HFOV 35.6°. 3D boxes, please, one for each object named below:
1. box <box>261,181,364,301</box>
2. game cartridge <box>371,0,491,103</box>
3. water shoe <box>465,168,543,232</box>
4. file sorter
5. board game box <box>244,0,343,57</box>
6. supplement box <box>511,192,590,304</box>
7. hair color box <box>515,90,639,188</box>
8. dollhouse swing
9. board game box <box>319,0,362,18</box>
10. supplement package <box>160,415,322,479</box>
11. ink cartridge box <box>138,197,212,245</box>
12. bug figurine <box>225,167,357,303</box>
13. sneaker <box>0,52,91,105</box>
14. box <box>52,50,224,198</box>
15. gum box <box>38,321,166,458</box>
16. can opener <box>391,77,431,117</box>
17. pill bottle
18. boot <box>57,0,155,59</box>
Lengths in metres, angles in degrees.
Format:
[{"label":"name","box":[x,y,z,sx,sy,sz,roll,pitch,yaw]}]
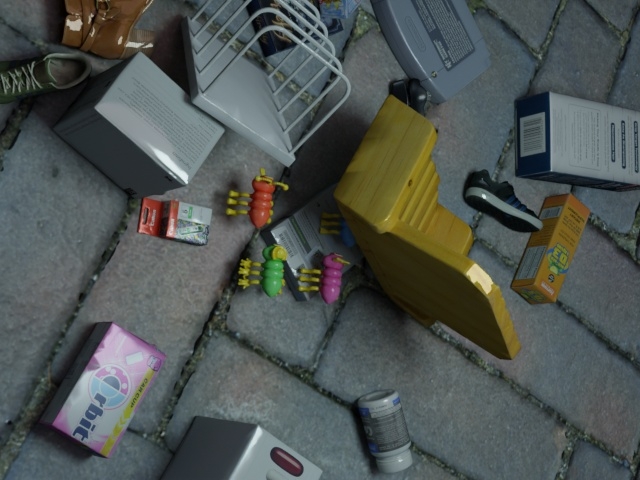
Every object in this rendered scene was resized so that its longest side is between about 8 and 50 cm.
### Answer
[{"label":"box","box":[0.000,0.000,1.785,0.186,0.038,0.145,-36,106,-31]},{"label":"game cartridge","box":[0.211,-0.432,1.966,0.198,0.062,0.297,-38,107,-27]},{"label":"water shoe","box":[0.387,-0.081,2.043,0.203,0.073,0.080,26,69,-31]},{"label":"file sorter","box":[-0.086,-0.294,1.581,0.193,0.173,0.277,33,24,-31]},{"label":"board game box","box":[-0.068,-0.467,1.778,0.165,0.042,0.243,-26,101,-34]},{"label":"supplement box","box":[0.487,0.018,2.100,0.078,0.080,0.233,36,69,-25]},{"label":"hair color box","box":[0.582,-0.208,2.170,0.347,0.105,0.174,5,83,-34]},{"label":"dollhouse swing","box":[0.234,-0.017,1.709,0.315,0.305,0.347,-61,147,-23]},{"label":"board game box","box":[0.046,-0.502,1.771,0.194,0.060,0.194,-64,146,-22]},{"label":"supplement package","box":[-0.158,0.423,1.533,0.145,0.204,0.262,40,65,-25]},{"label":"ink cartridge box","box":[-0.236,-0.032,1.627,0.115,0.029,0.063,13,79,-34]},{"label":"bug figurine","box":[-0.027,-0.002,1.700,0.279,0.072,0.216,11,79,-34]},{"label":"sneaker","box":[-0.428,-0.246,1.479,0.192,0.086,0.064,-17,96,-35]},{"label":"box","box":[-0.278,-0.169,1.518,0.182,0.181,0.119,42,64,-24]},{"label":"gum box","box":[-0.328,0.222,1.519,0.107,0.062,0.188,39,65,-26]},{"label":"can opener","box":[0.190,-0.225,1.937,0.059,0.073,0.186,-38,116,-72]},{"label":"pill bottle","box":[0.120,0.347,1.812,0.078,0.078,0.137,-18,95,-35]},{"label":"boot","box":[-0.336,-0.385,1.568,0.152,0.073,0.197,4,81,-31]}]
